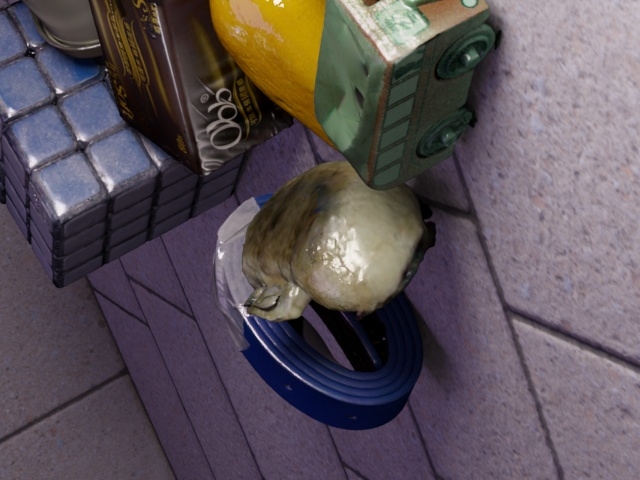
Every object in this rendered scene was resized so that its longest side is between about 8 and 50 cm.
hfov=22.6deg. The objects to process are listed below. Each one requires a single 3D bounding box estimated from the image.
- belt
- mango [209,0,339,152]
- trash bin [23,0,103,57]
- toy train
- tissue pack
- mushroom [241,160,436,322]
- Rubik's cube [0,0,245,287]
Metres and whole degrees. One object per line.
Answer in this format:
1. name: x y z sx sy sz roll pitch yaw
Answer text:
1. belt: -0.008 0.100 2.187 0.347 0.212 0.117 51 160 15
2. mango: -0.026 -0.226 1.918 0.317 0.119 0.176 53 148 -13
3. trash bin: -0.334 -0.403 2.149 0.250 0.219 0.219 47 -162 -60
4. toy train: 0.081 -0.169 1.672 0.129 0.159 0.326 56 162 21
5. tissue pack: -0.170 -0.289 2.070 0.210 0.198 0.370 34 149 36
6. mushroom: -0.001 -0.001 1.959 0.130 0.247 0.344 54 173 -15
7. Rubik's cube: -0.337 -0.180 2.428 0.337 0.344 0.343 59 162 11
